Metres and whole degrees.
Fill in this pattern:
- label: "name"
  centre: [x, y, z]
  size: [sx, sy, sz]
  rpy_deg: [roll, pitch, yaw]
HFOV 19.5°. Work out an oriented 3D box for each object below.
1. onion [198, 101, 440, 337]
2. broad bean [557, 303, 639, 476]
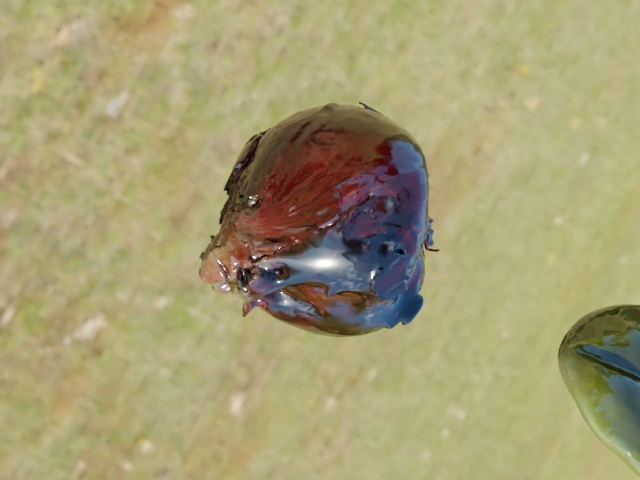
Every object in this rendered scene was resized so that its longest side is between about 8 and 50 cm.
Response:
- label: "onion"
  centre: [0.015, -0.010, 1.963]
  size: [0.281, 0.221, 0.281]
  rpy_deg: [-33, 143, -30]
- label: "broad bean"
  centre: [0.277, 0.135, 1.470]
  size: [0.072, 0.207, 0.153]
  rpy_deg: [-27, -163, 45]
